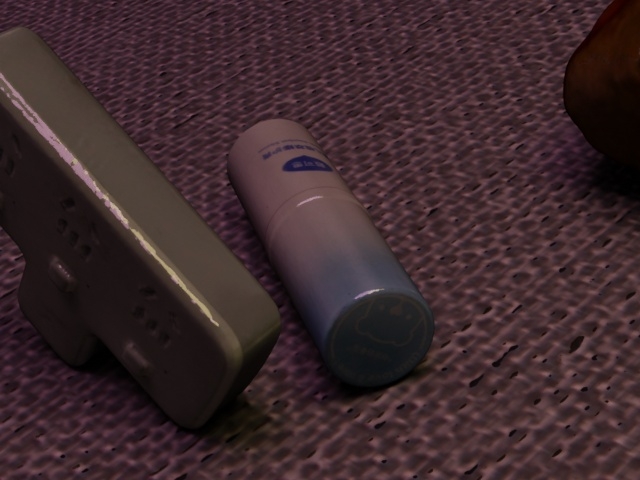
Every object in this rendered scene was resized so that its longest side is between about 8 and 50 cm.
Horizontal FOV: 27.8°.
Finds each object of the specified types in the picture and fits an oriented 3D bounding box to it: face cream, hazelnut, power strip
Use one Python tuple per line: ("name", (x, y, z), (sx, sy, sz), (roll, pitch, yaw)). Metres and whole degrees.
("face cream", (0.000, 0.000, 0.895), (0.077, 0.077, 0.250), (-18, 35, -9))
("hazelnut", (0.287, -0.126, 0.903), (0.212, 0.181, 0.181), (13, 61, 47))
("power strip", (-0.148, 0.011, 0.834), (0.059, 0.193, 0.265), (-36, 77, -34))
